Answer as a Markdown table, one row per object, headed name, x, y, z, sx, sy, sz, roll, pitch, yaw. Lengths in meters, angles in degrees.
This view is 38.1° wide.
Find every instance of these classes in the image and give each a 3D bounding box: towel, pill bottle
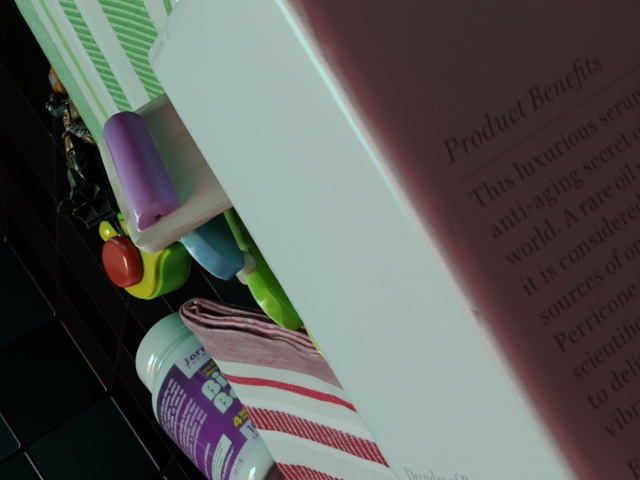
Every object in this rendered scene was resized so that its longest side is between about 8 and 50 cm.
| name | x | y | z | sx | sy | sz | roll | pitch | yaw |
| --- | --- | --- | --- | --- | --- | --- | --- | --- | --- |
| towel | 0.013 | 0.198 | 0.869 | 0.237 | 0.037 | 0.329 | 8 | 134 | 45 |
| pill bottle | -0.106 | 0.210 | 1.164 | 0.301 | 0.169 | 0.169 | 34 | 146 | 42 |
| towel | -0.144 | -0.122 | 0.795 | 0.324 | 0.038 | 0.248 | 18 | 140 | 53 |

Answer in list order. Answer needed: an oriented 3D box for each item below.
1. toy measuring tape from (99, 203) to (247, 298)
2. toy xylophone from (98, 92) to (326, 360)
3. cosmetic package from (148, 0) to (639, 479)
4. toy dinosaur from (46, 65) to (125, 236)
| name | x | y | z | sx | sy | sz | roll | pitch | yaw |
| --- | --- | --- | --- | --- | --- | --- | --- | --- | --- |
| toy measuring tape | -0.181 | 0.034 | 1.176 | 0.330 | 0.121 | 0.121 | 20 | 136 | 42 |
| toy xylophone | 0.000 | 0.000 | 0.607 | 0.322 | 0.081 | 0.236 | 40 | -167 | -33 |
| cosmetic package | 0.143 | 0.040 | 0.424 | 0.453 | 0.230 | 0.161 | 60 | 156 | -3 |
| toy dinosaur | -0.234 | -0.136 | 1.079 | 0.218 | 0.164 | 0.322 | 63 | -171 | 25 |
